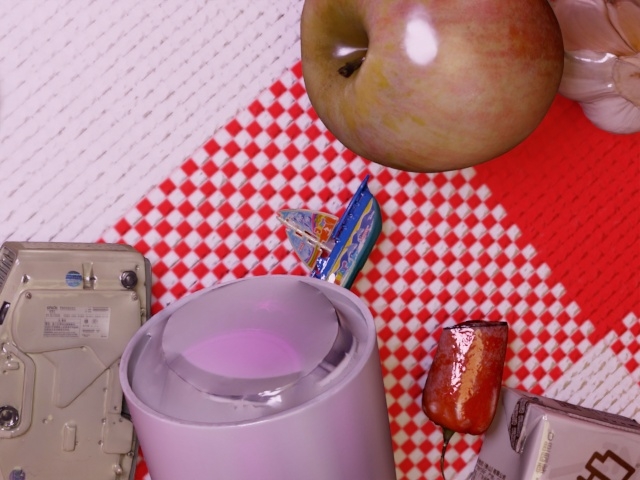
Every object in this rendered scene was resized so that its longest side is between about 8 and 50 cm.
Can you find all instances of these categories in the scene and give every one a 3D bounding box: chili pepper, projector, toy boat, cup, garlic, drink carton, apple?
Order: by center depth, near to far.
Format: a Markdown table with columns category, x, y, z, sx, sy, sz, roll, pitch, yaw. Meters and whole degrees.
| category | x | y | z | sx | sy | sz | roll | pitch | yaw |
| --- | --- | --- | --- | --- | --- | --- | --- | --- | --- |
| apple | 0.114 | -0.194 | 1.661 | 0.234 | 0.257 | 0.257 | -9 | 105 | -30 |
| cup | -0.047 | 0.237 | 1.681 | 0.253 | 0.253 | 0.371 | -19 | 121 | -15 |
| projector | -0.274 | 0.138 | 1.683 | 0.193 | 0.088 | 0.269 | 1 | 101 | -23 |
| toy boat | 0.000 | 0.000 | 1.762 | 0.110 | 0.091 | 0.175 | 29 | 88 | 4 |
| garlic | 0.346 | -0.196 | 1.812 | 0.229 | 0.178 | 0.143 | -1 | 135 | -2 |
| chili pepper | 0.156 | 0.178 | 1.850 | 0.086 | 0.084 | 0.192 | 11 | 94 | -5 |
| drink carton | 0.263 | 0.353 | 1.903 | 0.194 | 0.132 | 0.324 | 15 | 95 | -23 |
